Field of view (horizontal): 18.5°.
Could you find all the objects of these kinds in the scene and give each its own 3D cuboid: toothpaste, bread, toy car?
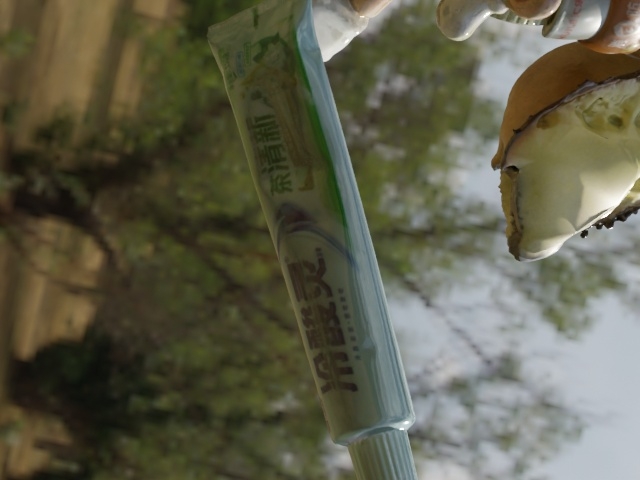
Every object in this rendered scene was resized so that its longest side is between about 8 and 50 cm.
[{"bbox_3d":[0.000,0.000,1.114,0.075,0.048,0.296,-23,-105,29],"label":"toothpaste"},{"bbox_3d":[0.288,-0.119,2.055,0.162,0.262,0.204,-124,-158,-43],"label":"bread"},{"bbox_3d":[0.219,-0.272,1.887,0.145,0.235,0.235,111,-11,-49],"label":"toy car"}]

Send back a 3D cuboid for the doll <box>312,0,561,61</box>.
[{"bbox_3d":[0.118,-0.330,1.738,0.423,0.348,0.161,-50,154,14],"label":"doll"}]
